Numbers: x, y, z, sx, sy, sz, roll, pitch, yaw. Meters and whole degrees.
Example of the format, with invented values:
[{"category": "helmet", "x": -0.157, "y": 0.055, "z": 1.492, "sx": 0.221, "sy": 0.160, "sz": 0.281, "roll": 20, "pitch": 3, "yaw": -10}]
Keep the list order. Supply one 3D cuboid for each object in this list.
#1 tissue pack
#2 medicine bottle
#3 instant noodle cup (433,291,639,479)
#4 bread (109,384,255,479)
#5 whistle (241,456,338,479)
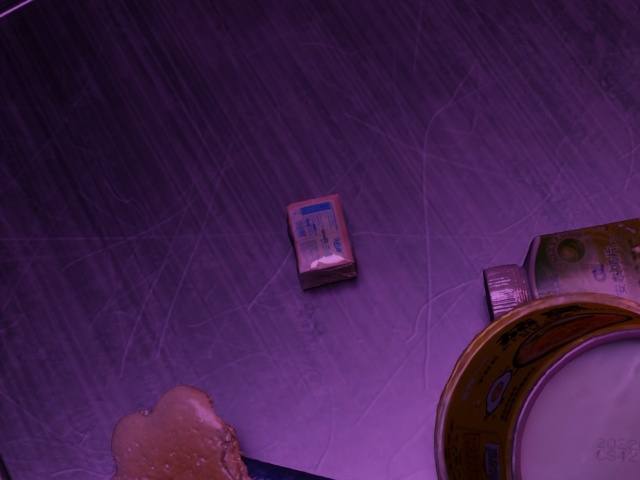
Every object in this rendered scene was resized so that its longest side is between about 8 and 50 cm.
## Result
[{"category": "tissue pack", "x": 0.000, "y": 0.000, "z": 1.575, "sx": 0.074, "sy": 0.058, "sz": 0.094, "roll": -12, "pitch": 66, "yaw": 1}, {"category": "medicine bottle", "x": 0.283, "y": 0.059, "z": 1.492, "sx": 0.189, "sy": 0.088, "sz": 0.132, "roll": -11, "pitch": 68, "yaw": 3}, {"category": "instant noodle cup", "x": 0.284, "y": 0.206, "z": 1.292, "sx": 0.326, "sy": 0.254, "sz": 0.325, "roll": 0, "pitch": 86, "yaw": -2}, {"category": "bread", "x": -0.142, "y": 0.293, "z": 1.439, "sx": 0.182, "sy": 0.039, "sz": 0.250, "roll": -31, "pitch": 86, "yaw": 14}, {"category": "whistle", "x": -0.005, "y": 0.287, "z": 1.455, "sx": 0.304, "sy": 0.062, "sz": 0.062, "roll": 12, "pitch": 70, "yaw": 13}]
